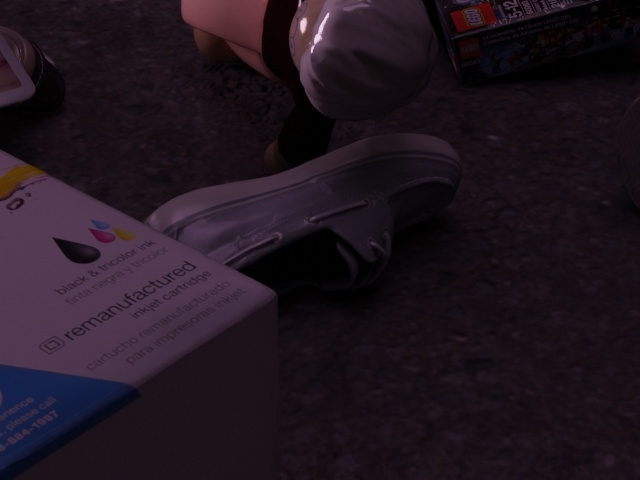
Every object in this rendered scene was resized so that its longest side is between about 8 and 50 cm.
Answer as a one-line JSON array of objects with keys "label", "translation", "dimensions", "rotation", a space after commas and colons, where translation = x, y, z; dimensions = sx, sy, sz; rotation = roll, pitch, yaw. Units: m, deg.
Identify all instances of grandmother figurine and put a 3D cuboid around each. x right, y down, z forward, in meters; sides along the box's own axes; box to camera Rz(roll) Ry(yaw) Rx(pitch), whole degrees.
[{"label": "grandmother figurine", "translation": [-0.012, -0.141, 1.256], "dimensions": [0.104, 0.207, 0.342], "rotation": [-4, 13, -15]}]

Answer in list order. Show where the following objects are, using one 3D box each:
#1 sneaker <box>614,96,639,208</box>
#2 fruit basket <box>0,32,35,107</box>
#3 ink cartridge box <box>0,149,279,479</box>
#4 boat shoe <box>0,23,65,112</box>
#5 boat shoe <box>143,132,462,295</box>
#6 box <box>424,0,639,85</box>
[{"label": "sneaker", "translation": [0.365, -0.050, 1.207], "dimensions": [0.315, 0.127, 0.182], "rotation": [27, 44, 35]}, {"label": "fruit basket", "translation": [-0.406, -0.188, 1.273], "dimensions": [0.327, 0.165, 0.353], "rotation": [-18, 67, -27]}, {"label": "ink cartridge box", "translation": [-0.184, 0.090, 0.913], "dimensions": [0.270, 0.197, 0.198], "rotation": [26, 40, 32]}, {"label": "boat shoe", "translation": [-0.266, -0.136, 1.389], "dimensions": [0.206, 0.075, 0.065], "rotation": [24, -3, 37]}, {"label": "boat shoe", "translation": [0.000, -0.001, 1.178], "dimensions": [0.227, 0.079, 0.081], "rotation": [-16, 57, -27]}, {"label": "box", "translation": [0.158, -0.213, 1.483], "dimensions": [0.159, 0.044, 0.233], "rotation": [-14, 35, -1]}]
